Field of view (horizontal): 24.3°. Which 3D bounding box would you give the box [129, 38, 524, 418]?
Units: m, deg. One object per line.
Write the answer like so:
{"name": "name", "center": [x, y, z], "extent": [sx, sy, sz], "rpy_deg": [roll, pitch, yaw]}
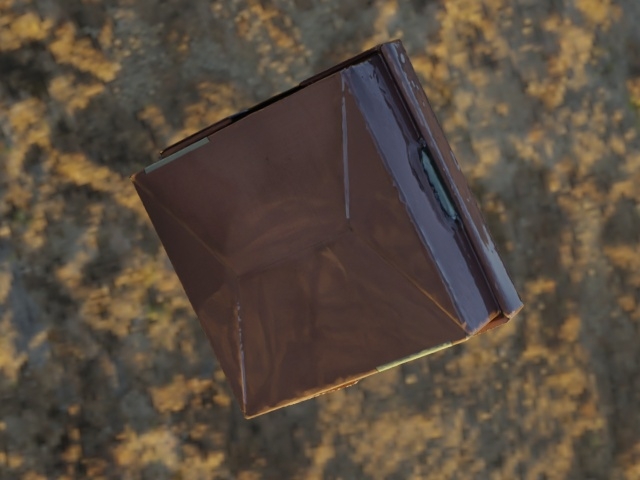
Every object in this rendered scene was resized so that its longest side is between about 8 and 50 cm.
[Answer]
{"name": "box", "center": [0.000, 0.000, 1.049], "extent": [0.086, 0.215, 0.215], "rpy_deg": [-31, 97, -57]}
